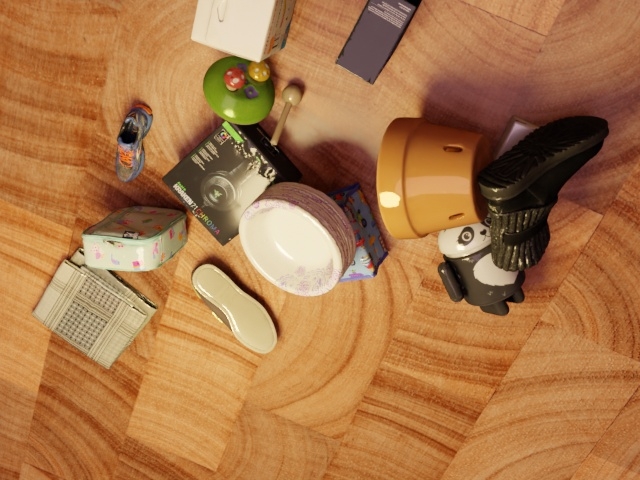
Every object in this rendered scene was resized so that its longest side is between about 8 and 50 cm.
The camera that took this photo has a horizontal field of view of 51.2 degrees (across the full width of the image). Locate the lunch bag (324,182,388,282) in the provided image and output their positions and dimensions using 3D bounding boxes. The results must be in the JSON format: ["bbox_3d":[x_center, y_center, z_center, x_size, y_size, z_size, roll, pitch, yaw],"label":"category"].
[{"bbox_3d":[0.000,0.000,1.805,0.293,0.138,0.221,-14,112,30],"label":"lunch bag"}]

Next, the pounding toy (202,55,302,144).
[{"bbox_3d":[-0.161,-0.372,1.617,0.236,0.183,0.110,29,154,-10],"label":"pounding toy"}]

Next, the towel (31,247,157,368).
[{"bbox_3d":[-0.706,0.220,2.070,0.312,0.056,0.324,39,114,-6],"label":"towel"}]

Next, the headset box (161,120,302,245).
[{"bbox_3d":[-0.221,-0.171,1.757,0.283,0.131,0.246,-36,102,22],"label":"headset box"}]

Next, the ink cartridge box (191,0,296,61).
[{"bbox_3d":[-0.167,-0.529,1.533,0.168,0.233,0.171,19,116,3],"label":"ink cartridge box"}]

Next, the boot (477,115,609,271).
[{"bbox_3d":[0.515,-0.109,1.530,0.348,0.131,0.260,-31,126,-8],"label":"boot"}]

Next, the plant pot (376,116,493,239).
[{"bbox_3d":[0.280,-0.143,1.553,0.203,0.291,0.291,3,115,28],"label":"plant pot"}]

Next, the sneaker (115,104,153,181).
[{"bbox_3d":[-0.520,-0.257,1.806,0.083,0.087,0.221,19,115,4],"label":"sneaker"}]

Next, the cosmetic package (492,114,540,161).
[{"bbox_3d":[0.472,-0.175,1.638,0.117,0.085,0.231,24,114,0],"label":"cosmetic package"}]

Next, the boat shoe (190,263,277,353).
[{"bbox_3d":[-0.253,0.197,1.943,0.324,0.096,0.116,47,73,-14],"label":"boat shoe"}]

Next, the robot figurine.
[{"bbox_3d":[0.412,0.055,1.696,0.173,0.209,0.278,-21,106,31],"label":"robot figurine"}]

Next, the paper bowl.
[{"bbox_3d":[-0.046,-0.015,1.639,0.284,0.148,0.284,19,134,20],"label":"paper bowl"}]

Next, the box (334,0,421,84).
[{"bbox_3d":[0.134,-0.468,1.481,0.103,0.261,0.184,32,116,-3],"label":"box"}]

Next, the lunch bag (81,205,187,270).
[{"bbox_3d":[-0.501,-0.011,1.802,0.224,0.279,0.108,8,110,11],"label":"lunch bag"}]
